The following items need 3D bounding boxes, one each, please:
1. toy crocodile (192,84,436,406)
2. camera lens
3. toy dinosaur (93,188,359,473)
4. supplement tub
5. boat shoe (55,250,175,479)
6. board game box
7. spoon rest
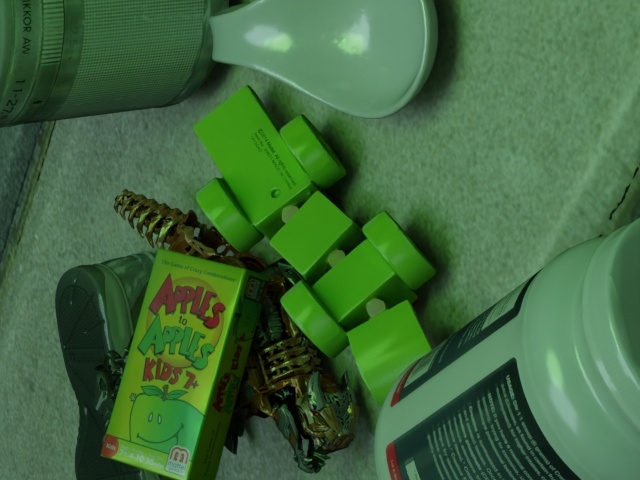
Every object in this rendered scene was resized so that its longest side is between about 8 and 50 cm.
[{"bbox_3d":[0.000,0.000,1.546,0.115,0.105,0.340,-41,56,3],"label":"toy crocodile"},{"bbox_3d":[-0.233,-0.214,1.648,0.219,0.274,0.219,17,112,50],"label":"camera lens"},{"bbox_3d":[-0.085,0.082,1.674,0.218,0.164,0.322,-54,37,27],"label":"toy dinosaur"},{"bbox_3d":[0.176,0.113,1.256,0.272,0.191,0.191,-42,65,50],"label":"supplement tub"},{"bbox_3d":[-0.174,0.173,1.827,0.118,0.103,0.320,-2,101,50],"label":"boat shoe"},{"bbox_3d":[-0.113,0.105,1.581,0.092,0.043,0.181,13,86,31],"label":"board game box"},{"bbox_3d":[-0.006,-0.165,1.520,0.276,0.084,0.137,4,102,53],"label":"spoon rest"}]
